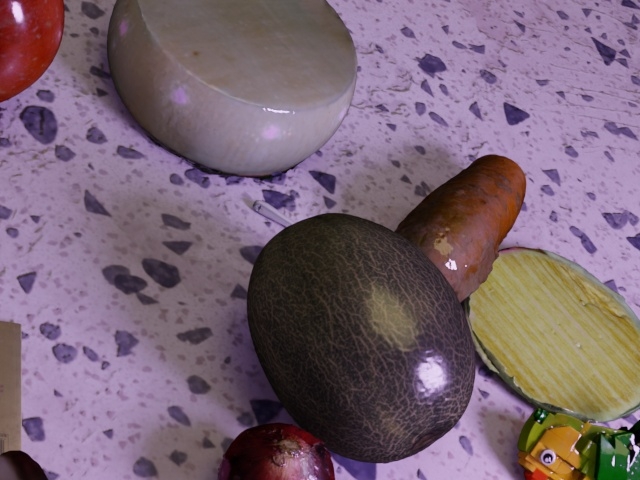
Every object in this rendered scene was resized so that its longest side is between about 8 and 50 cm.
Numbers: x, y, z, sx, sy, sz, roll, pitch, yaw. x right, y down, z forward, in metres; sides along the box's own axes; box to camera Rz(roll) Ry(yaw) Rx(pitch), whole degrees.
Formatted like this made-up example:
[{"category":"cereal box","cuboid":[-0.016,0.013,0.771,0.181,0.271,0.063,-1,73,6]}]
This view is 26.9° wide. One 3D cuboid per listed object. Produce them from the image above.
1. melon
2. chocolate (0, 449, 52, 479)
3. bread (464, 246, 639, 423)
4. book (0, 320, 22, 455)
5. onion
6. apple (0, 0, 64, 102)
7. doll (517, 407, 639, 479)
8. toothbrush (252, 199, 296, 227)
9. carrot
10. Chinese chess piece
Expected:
[{"category":"melon","cuboid":[0.044,0.106,1.541,0.237,0.237,0.302,-13,59,-39]},{"category":"chocolate","cuboid":[-0.316,0.297,1.175,0.283,0.186,0.284,17,44,-17]},{"category":"bread","cuboid":[0.327,0.134,1.841,0.301,0.045,0.301,16,44,-16]},{"category":"book","cuboid":[-0.393,0.152,1.390,0.168,0.013,0.192,11,46,-24]},{"category":"onion","cuboid":[-0.048,0.257,1.436,0.131,0.131,0.131,18,44,-18]},{"category":"apple","cuboid":[-0.439,-0.285,1.600,0.260,0.260,0.216,20,26,-15]},{"category":"doll","cuboid":[0.339,0.265,1.670,0.186,0.106,0.134,7,88,-7]},{"category":"toothbrush","cuboid":[0.000,0.000,1.780,0.204,0.017,0.022,30,22,-5]},{"category":"carrot","cuboid":[0.194,-0.024,1.841,0.138,0.139,0.302,36,39,2]},{"category":"Chinese chess piece","cuboid":[-0.121,-0.249,1.838,0.349,0.146,0.349,17,45,-18]}]
